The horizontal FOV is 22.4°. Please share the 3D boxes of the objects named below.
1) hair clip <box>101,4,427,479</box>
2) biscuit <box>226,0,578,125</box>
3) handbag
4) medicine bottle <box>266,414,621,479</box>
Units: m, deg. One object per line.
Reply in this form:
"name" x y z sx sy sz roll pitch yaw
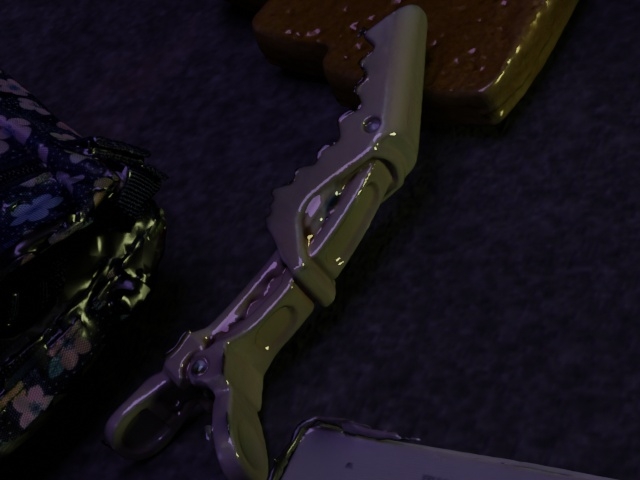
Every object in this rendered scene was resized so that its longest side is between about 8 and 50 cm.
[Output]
"hair clip" 0.000 0.000 0.645 0.072 0.034 0.226 21 71 39
"biscuit" 0.048 -0.133 0.760 0.212 0.041 0.238 -25 48 8
"handbag" -0.184 0.017 0.688 0.229 0.127 0.208 -42 49 -12
"medicine bottle" 0.047 0.145 0.486 0.201 0.052 0.171 5 53 33
